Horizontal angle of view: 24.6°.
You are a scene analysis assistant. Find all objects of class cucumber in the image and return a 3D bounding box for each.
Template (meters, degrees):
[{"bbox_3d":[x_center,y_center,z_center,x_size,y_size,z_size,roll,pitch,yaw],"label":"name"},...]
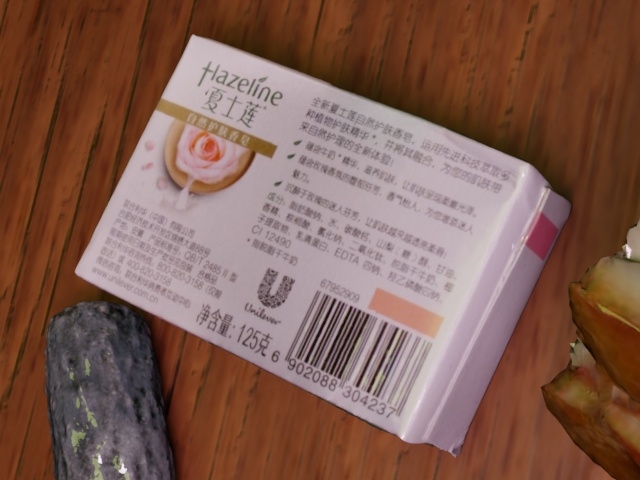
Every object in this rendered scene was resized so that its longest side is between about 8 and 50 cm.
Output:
[{"bbox_3d":[-0.109,0.088,0.736,0.064,0.064,0.112,-19,70,19],"label":"cucumber"}]

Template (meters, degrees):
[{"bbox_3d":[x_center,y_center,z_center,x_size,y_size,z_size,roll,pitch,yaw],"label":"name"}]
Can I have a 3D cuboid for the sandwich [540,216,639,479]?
[{"bbox_3d":[0.274,0.023,0.496,0.325,0.131,0.262,-43,65,-12],"label":"sandwich"}]

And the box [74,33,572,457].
[{"bbox_3d":[0.000,0.000,0.699,0.199,0.081,0.135,25,87,26],"label":"box"}]
